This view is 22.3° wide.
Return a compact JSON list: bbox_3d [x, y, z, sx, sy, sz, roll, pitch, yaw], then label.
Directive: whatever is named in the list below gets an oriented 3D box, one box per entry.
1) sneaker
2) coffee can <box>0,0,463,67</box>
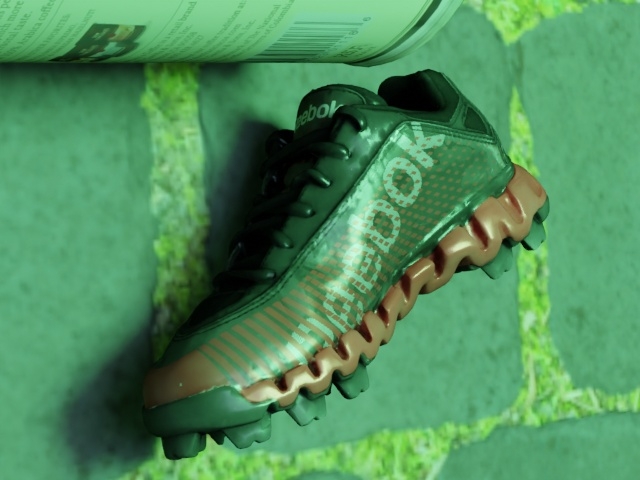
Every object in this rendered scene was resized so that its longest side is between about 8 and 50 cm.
[{"bbox_3d":[0.000,0.000,0.821,0.276,0.098,0.135,-37,105,-36],"label":"sneaker"},{"bbox_3d":[-0.085,-0.177,0.721,0.275,0.201,0.201,-5,86,-37],"label":"coffee can"}]
